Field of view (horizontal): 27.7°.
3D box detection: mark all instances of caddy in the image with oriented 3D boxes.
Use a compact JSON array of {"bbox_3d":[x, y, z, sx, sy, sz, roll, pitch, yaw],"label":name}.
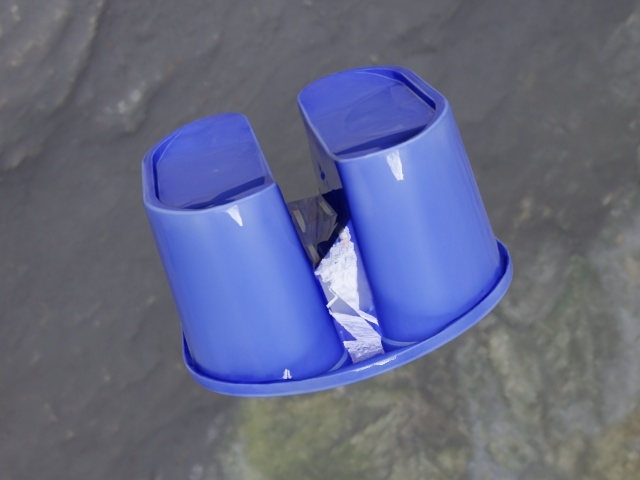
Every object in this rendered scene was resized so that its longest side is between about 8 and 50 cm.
[{"bbox_3d":[0.000,0.000,0.956,0.241,0.179,0.341,-20,-161,-2],"label":"caddy"}]
